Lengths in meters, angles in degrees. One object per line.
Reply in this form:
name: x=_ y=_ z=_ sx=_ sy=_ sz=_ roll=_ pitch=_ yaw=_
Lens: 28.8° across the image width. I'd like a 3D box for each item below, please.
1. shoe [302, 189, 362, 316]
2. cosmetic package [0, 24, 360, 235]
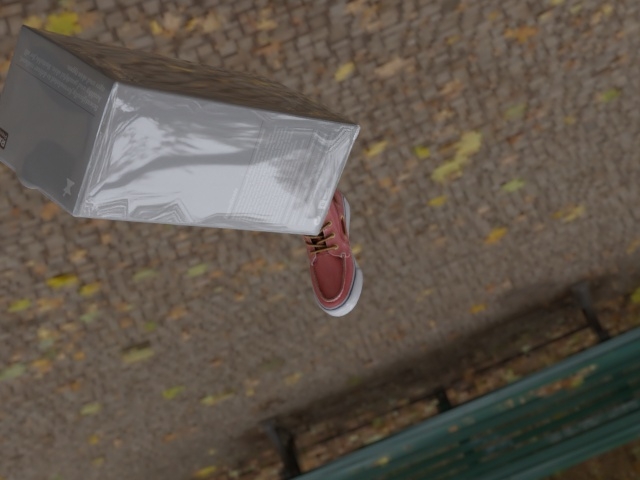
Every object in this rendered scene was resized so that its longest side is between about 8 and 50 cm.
shoe: x=0.000 y=0.000 z=1.474 sx=0.063 sy=0.178 sz=0.081 roll=-21 pitch=142 yaw=21
cosmetic package: x=-0.103 y=-0.074 z=0.903 sx=0.238 sy=0.127 sz=0.107 roll=7 pitch=109 yaw=-50
